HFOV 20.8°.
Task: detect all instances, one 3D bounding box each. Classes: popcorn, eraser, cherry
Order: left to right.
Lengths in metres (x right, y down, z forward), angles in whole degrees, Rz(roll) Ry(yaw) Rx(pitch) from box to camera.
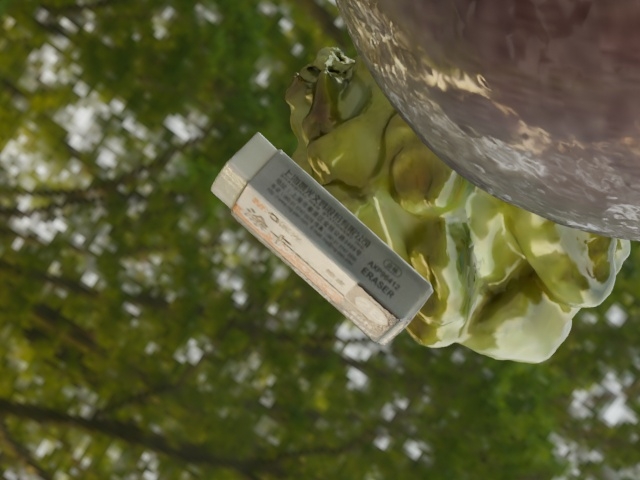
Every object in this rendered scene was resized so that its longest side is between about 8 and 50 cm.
[{"bbox_3d":[0.000,0.000,0.887,0.029,0.122,0.052,-48,180,-23],"label":"eraser"},{"bbox_3d":[0.120,-0.050,1.472,0.312,0.312,0.312,-37,-148,29],"label":"popcorn"},{"bbox_3d":[0.096,-0.105,0.579,0.183,0.213,0.266,-26,-138,-2],"label":"cherry"}]
